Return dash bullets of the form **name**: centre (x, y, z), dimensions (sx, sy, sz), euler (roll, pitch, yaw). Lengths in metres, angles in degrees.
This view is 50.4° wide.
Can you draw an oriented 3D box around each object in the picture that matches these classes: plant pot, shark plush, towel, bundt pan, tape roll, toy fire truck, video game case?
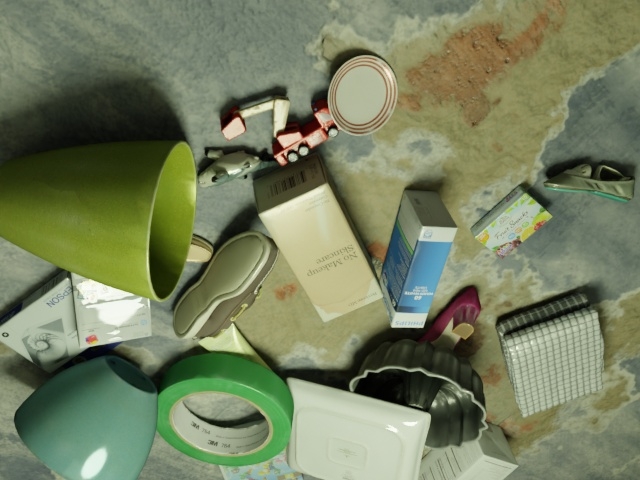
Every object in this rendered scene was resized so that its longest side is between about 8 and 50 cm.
- **plant pot**: centre (-0.460, 0.360, 1.438), dimensions (0.290, 0.290, 0.195), euler (37, 89, -32)
- **shark plush**: centre (-0.151, -0.138, 1.267), dimensions (0.161, 0.073, 0.067), euler (-22, 152, -18)
- **towel**: centre (0.566, 0.277, 1.667), dimensions (0.234, 0.121, 0.284), euler (-21, 126, 2)
- **bundt pan**: centre (0.233, 0.348, 1.594), dimensions (0.330, 0.124, 0.331), euler (12, 138, 11)
- **tape roll**: centre (-0.223, 0.397, 1.570), dimensions (0.321, 0.077, 0.321), euler (3, 129, 3)
- **toy fire truck**: centre (-0.067, -0.210, 1.216), dimensions (0.192, 0.047, 0.135), euler (-30, 125, 10)
- **plant pot**: centre (-0.390, -0.052, 1.159), dimensions (0.293, 0.275, 0.275), euler (8, 126, 3)
- **video game case**: centre (-0.165, 0.577, 1.794), dimensions (0.203, 0.025, 0.285), euler (-13, 128, -2)

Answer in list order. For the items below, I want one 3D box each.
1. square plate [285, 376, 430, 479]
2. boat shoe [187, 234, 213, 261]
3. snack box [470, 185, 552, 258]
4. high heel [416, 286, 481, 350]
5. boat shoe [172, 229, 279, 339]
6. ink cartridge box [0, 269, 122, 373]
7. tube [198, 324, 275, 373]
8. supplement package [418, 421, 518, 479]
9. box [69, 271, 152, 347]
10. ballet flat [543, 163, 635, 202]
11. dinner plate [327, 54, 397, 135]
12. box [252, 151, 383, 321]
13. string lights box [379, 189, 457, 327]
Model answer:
- **square plate**: centre (0.074, 0.500, 1.650), dimensions (0.347, 0.049, 0.344), euler (12, 127, 13)
- **boat shoe**: centre (-0.293, 0.019, 1.331), dimensions (0.170, 0.059, 0.063), euler (13, 122, -21)
- **snack box**: centre (0.405, -0.037, 1.447), dimensions (0.100, 0.037, 0.141), euler (33, 114, -28)
- **high heel**: centre (0.291, 0.207, 1.605), dimensions (0.082, 0.117, 0.244), euler (26, 138, -5)
- **boat shoe**: centre (-0.178, 0.096, 1.369), dimensions (0.096, 0.117, 0.324), euler (14, 132, -41)
- **ink cartridge box**: centre (-0.520, 0.187, 1.417), dimensions (0.223, 0.045, 0.224), euler (-34, 126, 14)
- **tube**: centre (-0.169, 0.281, 1.558), dimensions (0.070, 0.062, 0.240), euler (-54, 125, -23)
- **supplement package**: centre (0.396, 0.624, 1.875), dimensions (0.139, 0.134, 0.244), euler (24, 118, -27)
- **box**: centre (-0.415, 0.115, 1.350), dimensions (0.145, 0.038, 0.186), euler (-8, 115, -22)
- **ballet flat**: centre (0.556, -0.125, 1.406), dimensions (0.213, 0.072, 0.068), euler (7, 97, -17)
- **dinner plate**: centre (0.074, -0.257, 1.207), dimensions (0.141, 0.017, 0.141), euler (-10, 112, -25)
- **box**: centre (0.000, 0.000, 1.338), dimensions (0.147, 0.121, 0.311), euler (-25, 127, 7)
- **string lights box**: centre (0.192, 0.041, 1.400), dimensions (0.076, 0.133, 0.260), euler (2, 126, -14)
